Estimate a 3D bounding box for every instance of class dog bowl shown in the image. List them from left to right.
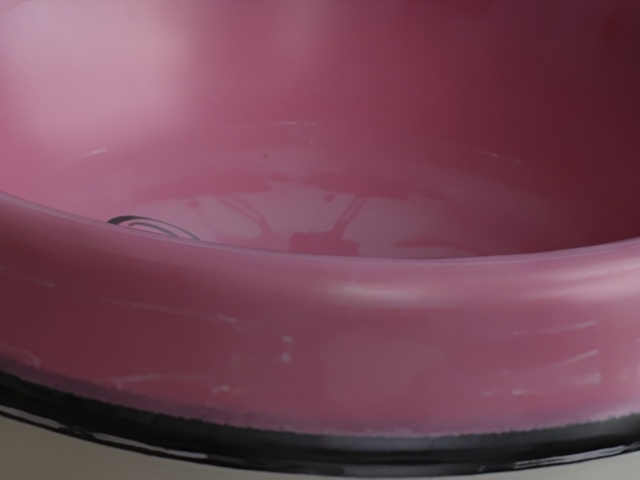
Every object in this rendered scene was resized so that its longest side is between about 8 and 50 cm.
[{"bbox_3d":[0.000,0.000,0.631,0.408,0.150,0.408,3,27,-2],"label":"dog bowl"}]
